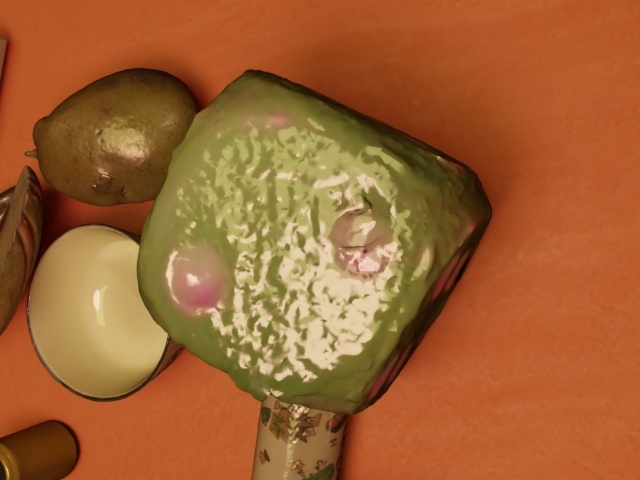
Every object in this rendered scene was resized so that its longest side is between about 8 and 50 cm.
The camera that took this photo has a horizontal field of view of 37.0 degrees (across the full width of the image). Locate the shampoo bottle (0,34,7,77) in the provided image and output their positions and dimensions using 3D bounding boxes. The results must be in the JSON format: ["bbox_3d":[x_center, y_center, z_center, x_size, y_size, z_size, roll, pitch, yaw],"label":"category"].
[{"bbox_3d":[-0.535,-0.159,1.414,0.153,0.071,0.284,2,96,19],"label":"shampoo bottle"}]

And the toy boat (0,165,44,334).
[{"bbox_3d":[-0.434,0.032,1.307,0.111,0.293,0.276,24,74,-26],"label":"toy boat"}]

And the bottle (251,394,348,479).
[{"bbox_3d":[-0.030,0.291,1.271,0.120,0.120,0.253,9,97,15],"label":"bottle"}]

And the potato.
[{"bbox_3d":[-0.281,-0.135,1.302,0.251,0.159,0.174,-12,63,4],"label":"potato"}]

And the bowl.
[{"bbox_3d":[-0.270,0.093,1.312,0.238,0.126,0.237,1,93,26],"label":"bowl"}]

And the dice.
[{"bbox_3d":[0.000,0.000,1.142,0.330,0.322,0.318,28,100,14],"label":"dice"}]

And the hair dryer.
[{"bbox_3d":[-0.507,0.342,1.409,0.279,0.135,0.090,-17,88,26],"label":"hair dryer"}]
